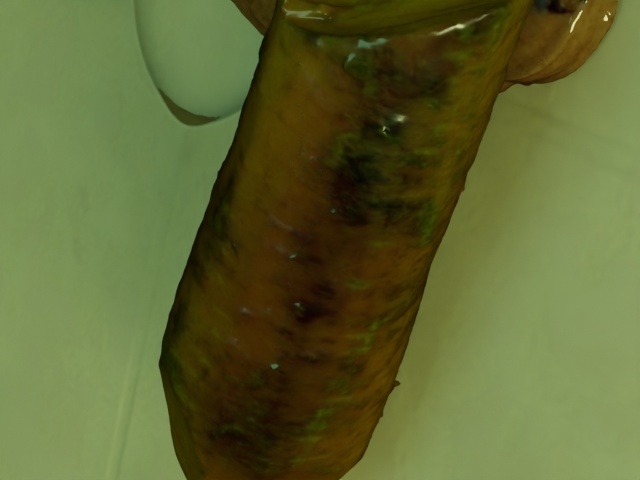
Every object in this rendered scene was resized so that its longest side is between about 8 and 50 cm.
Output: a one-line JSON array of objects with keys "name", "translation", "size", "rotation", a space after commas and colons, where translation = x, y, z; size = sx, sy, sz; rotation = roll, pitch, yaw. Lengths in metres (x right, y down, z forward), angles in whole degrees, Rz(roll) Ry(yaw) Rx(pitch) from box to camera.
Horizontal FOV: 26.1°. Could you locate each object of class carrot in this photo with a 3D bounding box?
[{"name": "carrot", "translation": [0.000, 0.000, 0.609], "size": [0.114, 0.114, 0.302], "rotation": [46, 133, 36]}]

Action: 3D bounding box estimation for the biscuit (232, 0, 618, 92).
[{"name": "biscuit", "translation": [0.023, -0.138, 0.656], "size": [0.280, 0.043, 0.183], "rotation": [26, 108, 41]}]
